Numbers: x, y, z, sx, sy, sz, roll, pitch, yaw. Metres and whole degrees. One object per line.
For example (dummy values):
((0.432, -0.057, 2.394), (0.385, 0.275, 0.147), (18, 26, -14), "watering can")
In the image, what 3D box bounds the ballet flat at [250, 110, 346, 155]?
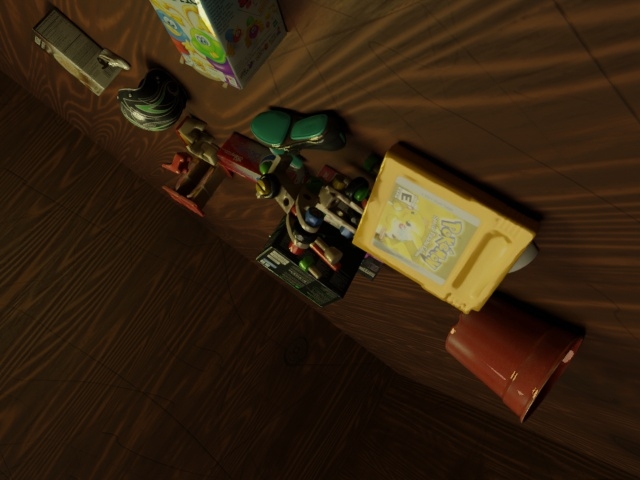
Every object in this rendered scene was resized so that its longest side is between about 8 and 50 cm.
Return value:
((-0.050, -0.238, 1.222), (0.281, 0.095, 0.096), (19, 171, 46), "ballet flat")

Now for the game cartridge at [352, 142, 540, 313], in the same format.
((0.242, -0.011, 1.117), (0.324, 0.053, 0.285), (33, 138, 15), "game cartridge")

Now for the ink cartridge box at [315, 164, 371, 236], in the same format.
((0.063, -0.093, 1.383), (0.198, 0.115, 0.067), (31, 165, 9), "ink cartridge box")

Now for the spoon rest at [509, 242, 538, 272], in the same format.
((0.340, 0.020, 1.197), (0.137, 0.084, 0.276), (43, 163, -30), "spoon rest")

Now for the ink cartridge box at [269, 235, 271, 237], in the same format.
((-0.125, -0.006, 2.197), (0.104, 0.061, 0.181), (42, 163, -26), "ink cartridge box")

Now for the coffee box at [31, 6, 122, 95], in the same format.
((-0.754, -0.578, 1.654), (0.246, 0.098, 0.141), (41, 164, -25), "coffee box")

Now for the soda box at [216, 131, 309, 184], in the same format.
((-0.168, -0.215, 1.546), (0.263, 0.092, 0.083), (28, 165, 24), "soda box")

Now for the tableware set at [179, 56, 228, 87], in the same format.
((-0.247, -0.410, 1.201), (0.128, 0.039, 0.194), (27, 175, -18), "tableware set")

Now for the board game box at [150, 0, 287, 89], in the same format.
((-0.178, -0.403, 0.849), (0.142, 0.144, 0.275), (29, 164, 21), "board game box")

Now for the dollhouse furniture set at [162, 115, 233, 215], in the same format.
((-0.454, -0.258, 1.824), (0.152, 0.201, 0.374), (30, 166, 16), "dollhouse furniture set")

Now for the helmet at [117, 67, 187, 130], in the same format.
((-0.482, -0.393, 1.520), (0.169, 0.161, 0.169), (32, 166, 9), "helmet")

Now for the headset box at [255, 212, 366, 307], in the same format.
((0.000, 0.000, 1.524), (0.246, 0.283, 0.131), (37, 150, -13), "headset box")

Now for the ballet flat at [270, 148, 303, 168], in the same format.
((-0.097, -0.234, 1.440), (0.114, 0.041, 0.041), (38, 165, -10), "ballet flat")

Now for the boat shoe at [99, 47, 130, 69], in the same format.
((-0.624, -0.541, 1.614), (0.100, 0.035, 0.035), (34, 166, 1), "boat shoe")

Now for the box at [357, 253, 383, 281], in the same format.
((0.152, 0.065, 1.784), (0.116, 0.029, 0.162), (32, 149, 8), "box")

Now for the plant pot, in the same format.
((0.497, 0.288, 1.415), (0.265, 0.272, 0.272), (35, 168, 31), "plant pot")

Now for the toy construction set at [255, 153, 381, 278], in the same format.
((-0.030, -0.079, 1.264), (0.237, 0.257, 0.308), (44, 151, 23), "toy construction set")
